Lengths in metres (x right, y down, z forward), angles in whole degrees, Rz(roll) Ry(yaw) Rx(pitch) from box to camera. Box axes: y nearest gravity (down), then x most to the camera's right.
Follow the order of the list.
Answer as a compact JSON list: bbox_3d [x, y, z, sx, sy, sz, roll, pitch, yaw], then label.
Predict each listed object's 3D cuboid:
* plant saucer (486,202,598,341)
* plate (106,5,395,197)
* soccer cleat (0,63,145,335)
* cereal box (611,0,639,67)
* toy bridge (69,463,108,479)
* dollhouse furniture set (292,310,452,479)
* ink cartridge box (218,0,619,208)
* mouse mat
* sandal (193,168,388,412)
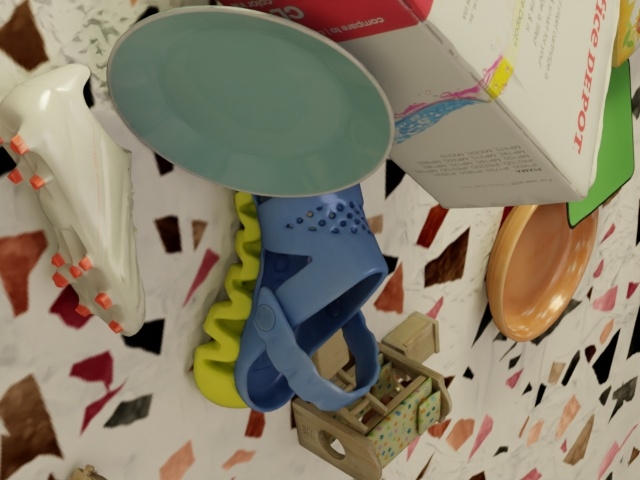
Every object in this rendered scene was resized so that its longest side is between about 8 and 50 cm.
[{"bbox_3d":[0.245,0.016,1.230,0.200,0.037,0.200,-28,130,-41],"label":"plant saucer"},{"bbox_3d":[-0.043,-0.090,0.702,0.188,0.188,0.024,56,40,-50],"label":"plate"},{"bbox_3d":[-0.143,-0.020,0.702,0.076,0.068,0.196,-44,136,-31],"label":"soccer cleat"},{"bbox_3d":[0.364,-0.319,1.176,0.240,0.047,0.173,-42,139,-30],"label":"cereal box"},{"bbox_3d":[-0.215,0.246,0.795,0.188,0.026,0.063,-61,143,-7],"label":"toy bridge"},{"bbox_3d":[0.069,0.101,1.003,0.182,0.101,0.161,-37,135,-33],"label":"dollhouse furniture set"},{"bbox_3d":[0.084,-0.185,0.754,0.306,0.131,0.226,39,58,-46],"label":"ink cartridge box"},{"bbox_3d":[0.310,-0.112,1.222,0.189,0.007,0.153,-31,120,-46],"label":"mouse mat"},{"bbox_3d":[0.000,0.000,0.831,0.126,0.138,0.318,-13,118,-46],"label":"sandal"}]
